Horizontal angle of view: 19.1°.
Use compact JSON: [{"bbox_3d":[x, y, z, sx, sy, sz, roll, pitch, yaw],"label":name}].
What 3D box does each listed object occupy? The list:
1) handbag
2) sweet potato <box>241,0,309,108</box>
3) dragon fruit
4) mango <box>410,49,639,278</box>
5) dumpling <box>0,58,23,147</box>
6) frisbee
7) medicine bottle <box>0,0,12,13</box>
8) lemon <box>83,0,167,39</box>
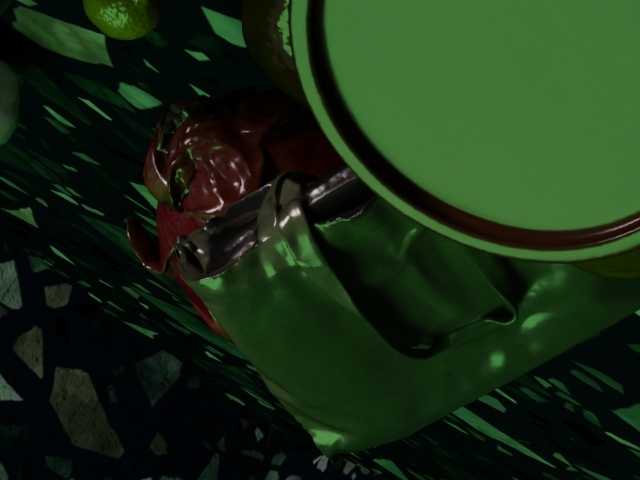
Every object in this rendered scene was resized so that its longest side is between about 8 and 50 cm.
[{"bbox_3d":[0.076,0.015,1.288,0.253,0.316,0.109,45,-155,-42],"label":"handbag"},{"bbox_3d":[0.008,-0.137,1.154,0.112,0.112,0.359,27,168,20],"label":"sweet potato"},{"bbox_3d":[0.003,0.001,1.486,0.250,0.250,0.315,22,-178,37],"label":"dragon fruit"},{"bbox_3d":[0.130,-0.074,1.084,0.253,0.113,0.138,41,145,-21],"label":"mango"},{"bbox_3d":[-0.431,-0.155,2.014,0.320,0.212,0.270,-141,34,-69],"label":"dumpling"},{"bbox_3d":[0.100,-0.094,0.992,0.251,0.021,0.250,15,130,18],"label":"frisbee"},{"bbox_3d":[-0.271,-0.277,1.043,0.316,0.202,0.202,32,169,-5],"label":"medicine bottle"},{"bbox_3d":[-0.149,-0.186,1.457,0.065,0.065,0.092,36,164,-21],"label":"lemon"}]
